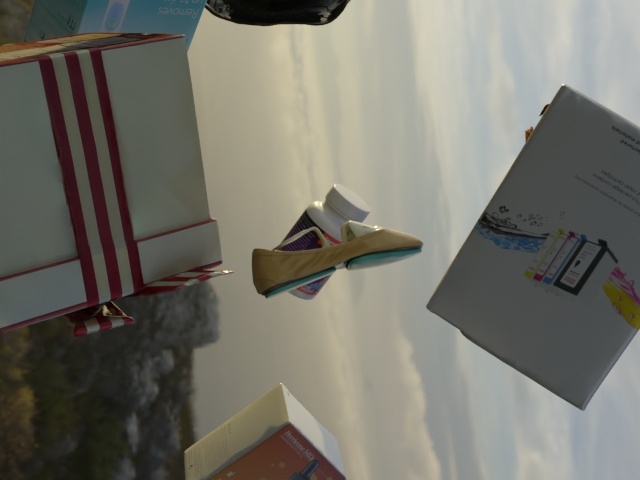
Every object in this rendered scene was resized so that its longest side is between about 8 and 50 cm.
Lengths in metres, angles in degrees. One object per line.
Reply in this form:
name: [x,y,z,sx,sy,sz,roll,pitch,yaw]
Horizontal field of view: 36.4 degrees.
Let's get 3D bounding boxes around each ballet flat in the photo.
ballet flat: [0.021,0.011,1.264,0.080,0.232,0.073,129,-55,-73]

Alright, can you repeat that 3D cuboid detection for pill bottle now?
pill bottle: [0.000,0.000,1.701,0.193,0.108,0.108,-53,-167,16]

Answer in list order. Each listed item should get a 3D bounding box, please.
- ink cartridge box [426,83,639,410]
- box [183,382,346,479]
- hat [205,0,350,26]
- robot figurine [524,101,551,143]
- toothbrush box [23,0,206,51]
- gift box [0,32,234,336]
ink cartridge box: [0.237,0.000,0.896,0.232,0.168,0.171,-60,169,15]
box: [-0.075,0.298,1.286,0.130,0.170,0.091,49,10,-25]
hat: [-0.079,-0.519,1.788,0.331,0.331,0.134,-96,-173,-50]
robot figurine: [0.394,-0.139,1.617,0.291,0.085,0.211,-24,114,-66]
toothbrush box: [-0.308,-0.335,1.467,0.126,0.216,0.295,46,-56,28]
gift box: [-0.233,-0.059,0.933,0.255,0.276,0.258,22,-59,56]
